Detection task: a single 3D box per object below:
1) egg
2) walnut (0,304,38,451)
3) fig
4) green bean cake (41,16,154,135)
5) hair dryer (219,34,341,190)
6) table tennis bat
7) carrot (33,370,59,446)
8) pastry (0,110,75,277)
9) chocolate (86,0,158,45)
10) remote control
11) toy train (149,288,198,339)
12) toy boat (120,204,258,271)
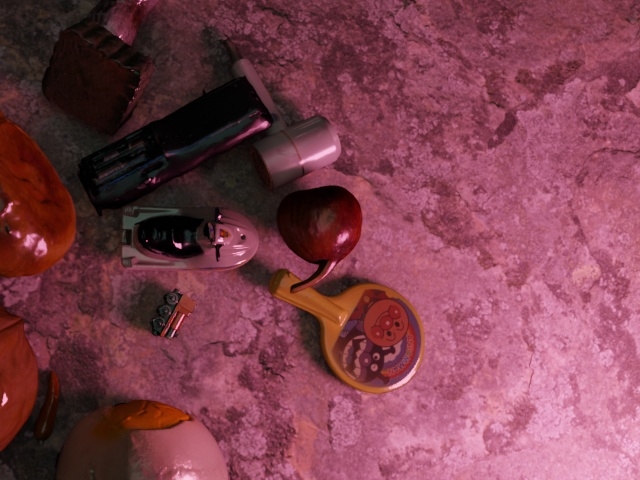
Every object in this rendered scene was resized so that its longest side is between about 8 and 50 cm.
[{"bbox_3d":[-0.327,0.451,1.594,0.336,0.201,0.337,2,81,-10],"label":"egg"},{"bbox_3d":[-0.686,0.247,1.486,0.397,0.308,0.354,-30,100,-25],"label":"walnut"},{"bbox_3d":[0.006,-0.005,1.761,0.175,0.175,0.207,-7,72,-14],"label":"fig"},{"bbox_3d":[-0.436,-0.325,1.715,0.181,0.173,0.094,32,35,-5],"label":"green bean cake"},{"bbox_3d":[-0.112,-0.293,1.829,0.173,0.107,0.357,-27,81,-16],"label":"hair dryer"},{"bbox_3d":[0.057,0.168,1.805,0.368,0.054,0.224,33,74,-9],"label":"table tennis bat"},{"bbox_3d":[-0.519,0.321,1.658,0.035,0.035,0.142,12,71,-11],"label":"carrot"},{"bbox_3d":[-0.585,-0.092,1.566,0.163,0.356,0.356,-31,88,7],"label":"pastry"},{"bbox_3d":[-0.398,-0.485,1.785,0.110,0.110,0.248,27,81,-7],"label":"chocolate"},{"bbox_3d":[-0.296,-0.198,1.739,0.398,0.062,0.145,-30,71,-5],"label":"remote control"},{"bbox_3d":[-0.296,0.150,1.733,0.064,0.044,0.103,33,75,-16],"label":"toy train"},{"bbox_3d":[-0.261,-0.008,1.724,0.269,0.141,0.141,-1,80,1],"label":"toy boat"}]
